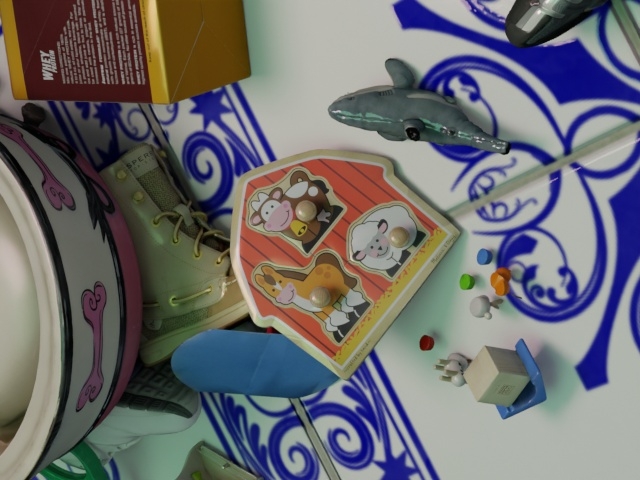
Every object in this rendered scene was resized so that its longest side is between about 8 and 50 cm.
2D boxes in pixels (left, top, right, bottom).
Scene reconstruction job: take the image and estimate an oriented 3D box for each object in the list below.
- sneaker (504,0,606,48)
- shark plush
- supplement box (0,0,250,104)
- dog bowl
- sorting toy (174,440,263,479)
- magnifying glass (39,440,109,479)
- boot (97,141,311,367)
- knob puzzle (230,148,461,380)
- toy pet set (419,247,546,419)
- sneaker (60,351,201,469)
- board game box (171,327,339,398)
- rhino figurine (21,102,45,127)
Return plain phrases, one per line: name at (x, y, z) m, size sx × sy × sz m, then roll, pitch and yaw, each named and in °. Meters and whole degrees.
sneaker at (0.201, -0.267, 1.200) m, size 0.229 × 0.086 × 0.132 m, roll -46°, pitch 74°, yaw 26°
shark plush at (0.088, -0.094, 1.337) m, size 0.161 × 0.067 × 0.073 m, roll 32°, pitch 121°, yaw 22°
supplement box at (-0.190, -0.235, 1.438) m, size 0.194 × 0.129 × 0.191 m, roll 4°, pitch 109°, yaw 33°
dog bowl at (-0.346, 0.056, 1.514) m, size 0.408 × 0.150 × 0.408 m, roll 7°, pitch 102°, yaw 34°
sorting toy at (-0.116, 0.256, 1.594) m, size 0.083 × 0.075 × 0.045 m, roll 27°, pitch 119°, yaw 25°
magnifying glass at (-0.240, 0.273, 1.656) m, size 0.092 × 0.026 × 0.231 m, roll -13°, pitch 123°, yaw 43°
boot at (-0.124, -0.009, 1.500) m, size 0.262 × 0.095 × 0.203 m, roll -29°, pitch 87°, yaw 40°
knob puzzle at (0.000, 0.000, 1.389) m, size 0.213 × 0.030 × 0.213 m, roll -1°, pitch 81°, yaw 9°
toy pet set at (0.160, 0.091, 1.374) m, size 0.122 × 0.065 × 0.114 m, roll -58°, pitch 37°, yaw 30°
sneaker at (-0.233, 0.181, 1.647) m, size 0.297 × 0.111 × 0.129 m, roll -1°, pitch 118°, yaw 41°
board game box at (-0.059, 0.107, 1.481) m, size 0.133 × 0.168 × 0.033 m, roll 112°, pitch 161°, yaw -57°
rhino figurine at (-0.391, -0.138, 1.646) m, size 0.243 × 0.073 × 0.106 m, roll 38°, pitch 121°, yaw 20°
